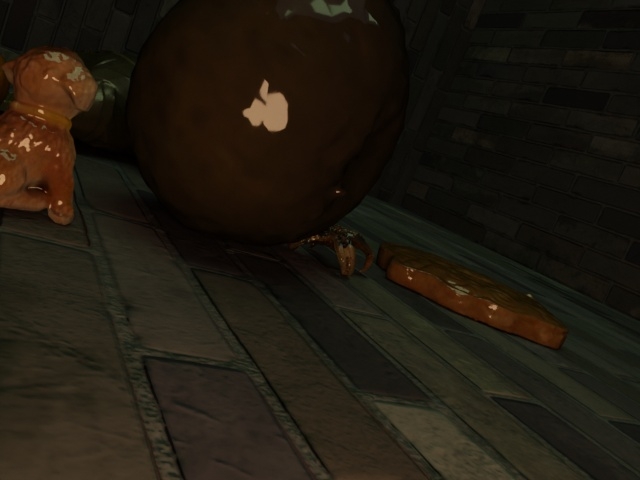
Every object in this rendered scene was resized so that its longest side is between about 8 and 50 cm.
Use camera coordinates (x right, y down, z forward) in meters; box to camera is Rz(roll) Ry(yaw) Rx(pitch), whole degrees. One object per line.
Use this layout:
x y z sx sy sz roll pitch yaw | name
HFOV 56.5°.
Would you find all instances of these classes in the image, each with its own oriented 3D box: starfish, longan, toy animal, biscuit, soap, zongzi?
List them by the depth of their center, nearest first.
-0.330 -0.127 0.626 0.104 0.185 0.184 30 12 37 | toy animal
-0.071 -0.189 0.875 0.404 0.436 0.403 28 43 -30 | longan
-0.002 0.001 1.042 0.190 0.074 0.146 22 14 13 | starfish
0.300 0.093 1.225 0.386 0.062 0.365 22 9 1 | biscuit
-0.573 -0.348 1.341 0.500 0.218 0.467 23 13 25 | zongzi
-0.734 -0.323 1.344 0.092 0.037 0.252 18 9 -29 | soap

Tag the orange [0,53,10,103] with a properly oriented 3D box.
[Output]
-0.600 -0.266 0.990 0.136 0.159 0.159 65 18 7 | orange
